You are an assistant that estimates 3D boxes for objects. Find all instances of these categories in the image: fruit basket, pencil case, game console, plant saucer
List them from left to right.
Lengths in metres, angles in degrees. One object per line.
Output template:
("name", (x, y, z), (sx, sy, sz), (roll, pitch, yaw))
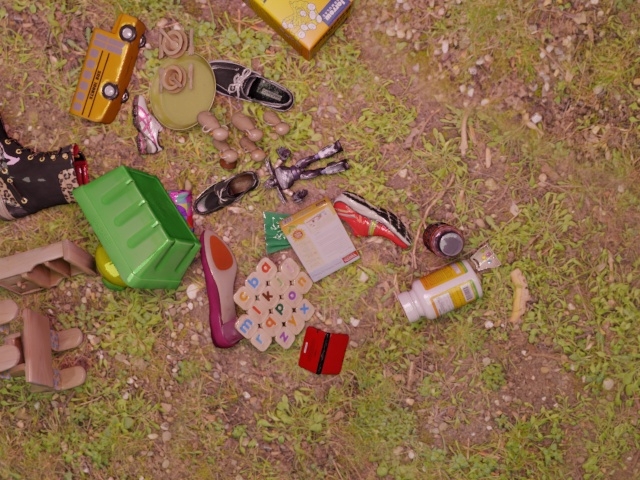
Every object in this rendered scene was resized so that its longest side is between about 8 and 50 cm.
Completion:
("fruit basket", (-0.580, 0.014, 1.796), (0.392, 0.283, 0.391), (-2, 83, 22))
("pencil case", (-0.446, -0.043, 1.894), (0.105, 0.104, 0.236), (-3, 95, 0))
("plant saucer", (-0.414, -0.454, 1.840), (0.241, 0.037, 0.240), (-1, 89, 24))
("game console", (0.009, 0.364, 1.993), (0.124, 0.085, 0.143), (17, 97, 29))

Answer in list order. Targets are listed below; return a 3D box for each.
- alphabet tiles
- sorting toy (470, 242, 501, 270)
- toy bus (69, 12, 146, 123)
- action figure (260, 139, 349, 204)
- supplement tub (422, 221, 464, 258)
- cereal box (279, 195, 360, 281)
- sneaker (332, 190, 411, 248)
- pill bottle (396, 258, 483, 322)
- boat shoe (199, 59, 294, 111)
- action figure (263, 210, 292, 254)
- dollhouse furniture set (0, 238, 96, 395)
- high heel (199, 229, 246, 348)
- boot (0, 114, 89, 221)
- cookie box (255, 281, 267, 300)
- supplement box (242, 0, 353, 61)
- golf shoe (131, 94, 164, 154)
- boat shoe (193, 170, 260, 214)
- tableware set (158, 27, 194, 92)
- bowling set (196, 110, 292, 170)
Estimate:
("alphabet tiles", (-0.143, 0.199, 1.889), (0.278, 0.021, 0.284), (49, 67, -31))
("sorting toy", (0.529, 0.058, 1.950), (0.075, 0.045, 0.083), (-33, 97, 10))
("toy bus", (-0.642, -0.523, 1.831), (0.130, 0.108, 0.332), (19, 97, -1))
("action figure", (-0.059, -0.221, 1.881), (0.285, 0.099, 0.185), (-21, 106, 6))
("supplement tub", (0.383, 0.000, 1.860), (0.106, 0.198, 0.105), (0, 96, -1))
("cereal box", (0.000, 0.000, 1.884), (0.173, 0.047, 0.240), (-28, 123, 2))
("sneaker", (0.161, -0.049, 1.917), (0.279, 0.107, 0.118), (32, 114, -1))
("pill bottle", (0.375, 0.168, 1.911), (0.246, 0.136, 0.136), (-24, 97, 2))
("boat shoe", (-0.229, -0.474, 1.842), (0.306, 0.105, 0.113), (25, 96, -3))
("action figure", (-0.063, -0.033, 1.919), (0.232, 0.063, 0.137), (-4, 96, -7))
("dollhouse furniture set", (-0.820, 0.232, 1.806), (0.257, 0.362, 0.394), (-16, 67, 3))
("high heel", (-0.345, 0.162, 1.929), (0.181, 0.127, 0.377), (-25, 78, 37))
("boot", (-0.883, -0.259, 1.843), (0.285, 0.138, 0.377), (-8, 101, 1))
("cookie box", (-0.194, 0.149, 1.925), (0.040, 0.092, 0.107), (16, 96, 0))
("supplement box", (-0.102, -0.732, 1.767), (0.356, 0.195, 0.194), (41, 95, -6))
("golf shoe", (-0.540, -0.363, 1.879), (0.086, 0.067, 0.186), (-11, 99, -24))
("boat shoe", (-0.301, -0.152, 1.895), (0.233, 0.079, 0.084), (-27, 98, 4))
("tableware set", (-0.446, -0.544, 1.814), (0.128, 0.039, 0.194), (0, 88, 23))
("bowling set", (-0.232, -0.282, 1.825), (0.287, 0.154, 0.199), (-11, 128, -30))
